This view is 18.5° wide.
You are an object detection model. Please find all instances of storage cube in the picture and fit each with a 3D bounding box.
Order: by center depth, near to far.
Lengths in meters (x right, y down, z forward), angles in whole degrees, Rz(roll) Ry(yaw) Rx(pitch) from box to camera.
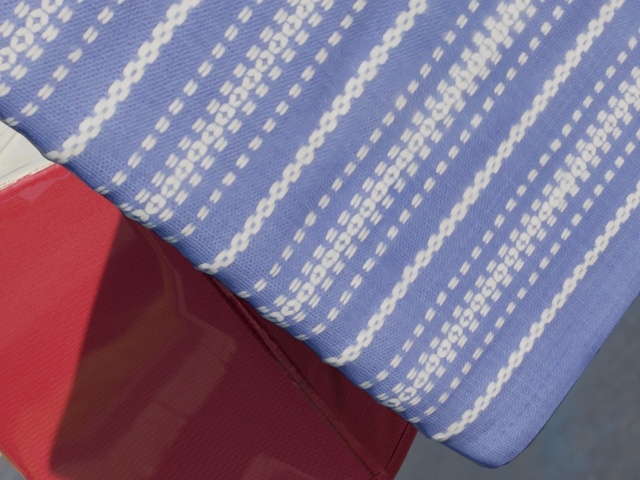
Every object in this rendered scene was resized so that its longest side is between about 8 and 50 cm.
[{"bbox_3d":[-0.059,0.001,0.890,0.215,0.193,0.183,-21,26,40],"label":"storage cube"}]

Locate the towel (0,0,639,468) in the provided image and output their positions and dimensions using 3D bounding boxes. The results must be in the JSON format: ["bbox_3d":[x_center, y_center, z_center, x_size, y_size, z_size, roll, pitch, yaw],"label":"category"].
[{"bbox_3d":[0.043,-0.081,0.633,0.040,0.336,0.243,33,85,44],"label":"towel"}]
